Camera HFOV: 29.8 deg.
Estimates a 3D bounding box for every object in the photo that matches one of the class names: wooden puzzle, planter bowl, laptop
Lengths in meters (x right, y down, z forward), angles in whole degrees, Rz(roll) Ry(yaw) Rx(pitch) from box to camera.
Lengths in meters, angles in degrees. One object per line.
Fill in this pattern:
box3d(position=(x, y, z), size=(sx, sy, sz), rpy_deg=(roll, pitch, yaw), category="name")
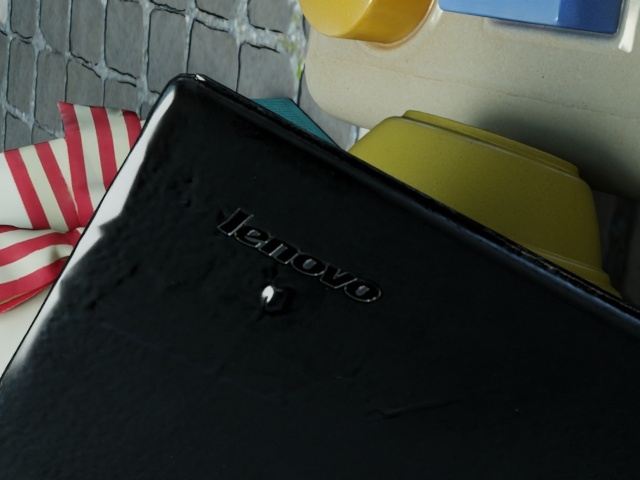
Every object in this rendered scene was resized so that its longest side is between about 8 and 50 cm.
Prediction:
box3d(position=(0.088, -0.217, 0.692), size=(0.322, 0.080, 0.347), rpy_deg=(22, 112, 51), category="wooden puzzle")
box3d(position=(0.078, -0.013, 0.646), size=(0.217, 0.217, 0.090), rpy_deg=(24, 95, 51), category="planter bowl")
box3d(position=(-0.002, 0.134, 0.662), size=(0.236, 0.382, 0.408), rpy_deg=(-66, 16, -12), category="laptop")

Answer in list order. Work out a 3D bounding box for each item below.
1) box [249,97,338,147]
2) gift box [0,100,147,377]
box3d(position=(0.000, 0.000, 0.861), size=(0.244, 0.060, 0.100), rpy_deg=(48, 131, 41), category="box")
box3d(position=(-0.195, 0.056, 0.900), size=(0.276, 0.255, 0.258), rpy_deg=(56, 152, 27), category="gift box")
